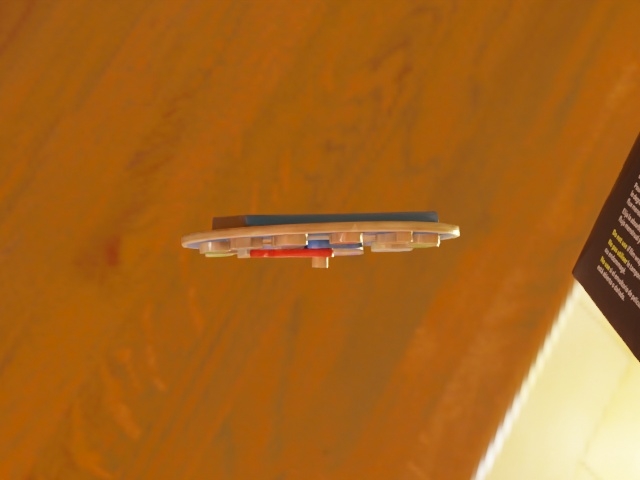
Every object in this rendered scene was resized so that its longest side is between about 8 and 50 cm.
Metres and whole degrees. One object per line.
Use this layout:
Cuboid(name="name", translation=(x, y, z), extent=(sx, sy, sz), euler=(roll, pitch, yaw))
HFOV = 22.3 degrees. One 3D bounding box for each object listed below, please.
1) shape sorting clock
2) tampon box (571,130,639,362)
Cuboid(name="shape sorting clock", translation=(0.000, 0.000, 1.205), extent=(0.206, 0.206, 0.040), euler=(-2, 91, -40))
Cuboid(name="tampon box", translation=(0.183, -0.021, 0.550), extent=(0.120, 0.101, 0.161), euler=(16, 111, -21))
